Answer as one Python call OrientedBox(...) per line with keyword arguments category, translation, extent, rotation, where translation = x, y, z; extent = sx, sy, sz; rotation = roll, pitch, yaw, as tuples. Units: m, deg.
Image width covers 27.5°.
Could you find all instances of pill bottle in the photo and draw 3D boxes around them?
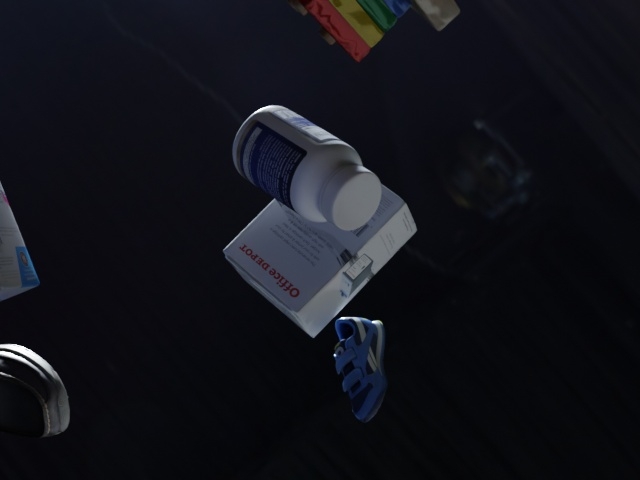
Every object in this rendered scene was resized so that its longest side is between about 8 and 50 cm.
OrientedBox(category="pill bottle", translation=(-0.013, -0.077, 1.436), extent=(0.094, 0.169, 0.094), rotation=(-23, -51, -31))

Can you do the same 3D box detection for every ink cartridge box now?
OrientedBox(category="ink cartridge box", translation=(0.000, 0.000, 1.591), extent=(0.190, 0.140, 0.082), rotation=(-46, -31, -8))
OrientedBox(category="ink cartridge box", translation=(-0.301, -0.035, 1.059), extent=(0.062, 0.181, 0.104), rotation=(-22, -2, 4))

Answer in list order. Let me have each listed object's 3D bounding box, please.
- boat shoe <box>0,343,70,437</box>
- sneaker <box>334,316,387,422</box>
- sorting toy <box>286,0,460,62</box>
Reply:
OrientedBox(category="boat shoe", translation=(-0.494, 0.214, 1.799), extent=(0.355, 0.132, 0.130), rotation=(9, 25, 36))
OrientedBox(category="sneaker", translation=(0.043, 0.152, 1.555), extent=(0.053, 0.059, 0.144), rotation=(-47, 32, 38))
OrientedBox(category="sorting toy", translation=(-0.050, -0.262, 0.942), extent=(0.089, 0.255, 0.257), rotation=(-45, -32, 6))
